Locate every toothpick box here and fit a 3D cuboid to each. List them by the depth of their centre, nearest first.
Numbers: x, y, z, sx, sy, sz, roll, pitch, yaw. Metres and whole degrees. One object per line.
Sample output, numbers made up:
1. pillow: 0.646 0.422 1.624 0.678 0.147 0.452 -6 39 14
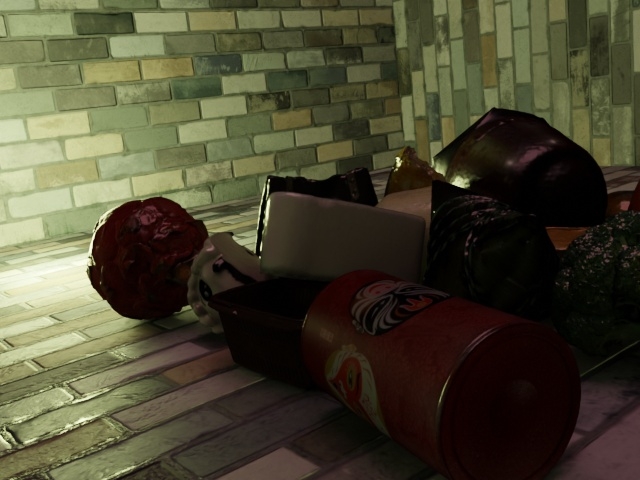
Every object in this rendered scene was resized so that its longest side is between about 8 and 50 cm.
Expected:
1. toothpick box: 0.134 0.163 0.896 0.204 0.204 0.333 -12 14 -25

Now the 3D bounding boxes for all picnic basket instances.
1. picnic basket: -0.041 0.154 1.212 0.222 0.129 0.296 -14 15 -41

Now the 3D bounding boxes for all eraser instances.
1. eraser: 0.000 0.000 1.286 0.330 0.150 0.331 6 0 0

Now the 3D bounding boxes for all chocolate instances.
1. chocolate: 0.482 -0.105 1.651 0.383 0.384 0.331 -7 15 -2

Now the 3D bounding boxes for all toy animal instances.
1. toy animal: -0.181 0.103 1.438 0.208 0.156 0.204 38 18 -2

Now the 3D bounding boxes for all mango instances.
1. mango: 0.779 -0.055 1.751 0.192 0.146 0.316 10 12 30

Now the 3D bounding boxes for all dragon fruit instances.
1. dragon fruit: -0.385 0.042 1.579 0.277 0.278 0.342 -16 9 -40

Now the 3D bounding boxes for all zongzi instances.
1. zongzi: 0.273 0.009 1.246 0.362 0.319 0.383 48 27 23

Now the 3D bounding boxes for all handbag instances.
1. handbag: 0.004 -0.025 1.654 0.342 0.288 0.152 -9 12 -17

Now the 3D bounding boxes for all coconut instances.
1. coconut: 0.232 0.005 1.501 0.247 0.245 0.245 -1 13 26

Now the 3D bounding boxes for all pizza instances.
1. pizza: 0.255 -0.062 1.665 0.223 0.324 0.089 18 35 28

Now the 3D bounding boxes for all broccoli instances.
1. broccoli: 0.487 0.088 1.055 0.269 0.270 0.270 -16 47 -38

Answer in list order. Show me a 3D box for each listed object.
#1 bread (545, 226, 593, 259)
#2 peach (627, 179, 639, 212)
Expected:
1. bread: 0.491 0.048 1.422 0.249 0.133 0.179 -3 13 21
2. peach: 0.678 -0.021 1.214 0.307 0.333 0.308 23 27 -12
